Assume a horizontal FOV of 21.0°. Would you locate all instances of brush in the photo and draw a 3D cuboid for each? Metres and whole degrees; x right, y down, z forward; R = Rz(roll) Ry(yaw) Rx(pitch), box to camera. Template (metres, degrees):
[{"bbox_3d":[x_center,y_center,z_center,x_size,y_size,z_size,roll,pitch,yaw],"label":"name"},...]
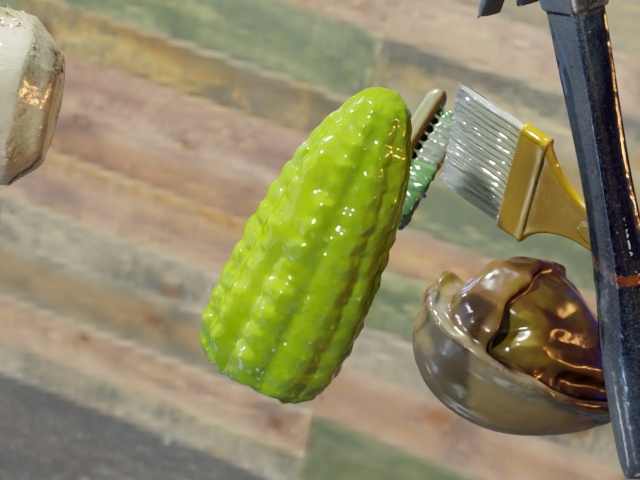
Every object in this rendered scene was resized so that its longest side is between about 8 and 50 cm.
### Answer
[{"bbox_3d":[0.044,-0.007,1.485,0.048,0.054,0.282,30,71,9],"label":"brush"},{"bbox_3d":[0.186,0.005,1.097,0.272,0.103,0.013,38,59,22],"label":"brush"}]

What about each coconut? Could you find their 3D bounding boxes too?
[{"bbox_3d":[-0.323,-0.137,1.542,0.182,0.171,0.171,13,28,-7],"label":"coconut"}]

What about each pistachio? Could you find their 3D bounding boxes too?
[{"bbox_3d":[0.152,0.079,1.268,0.210,0.131,0.165,30,8,-45],"label":"pistachio"}]

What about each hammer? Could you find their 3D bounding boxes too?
[{"bbox_3d":[0.135,-0.019,0.821,0.037,0.290,0.137,-17,17,-16],"label":"hammer"}]

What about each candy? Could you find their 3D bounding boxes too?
[{"bbox_3d":[0.000,0.000,1.059,0.096,0.210,0.097,22,20,-8],"label":"candy"}]
